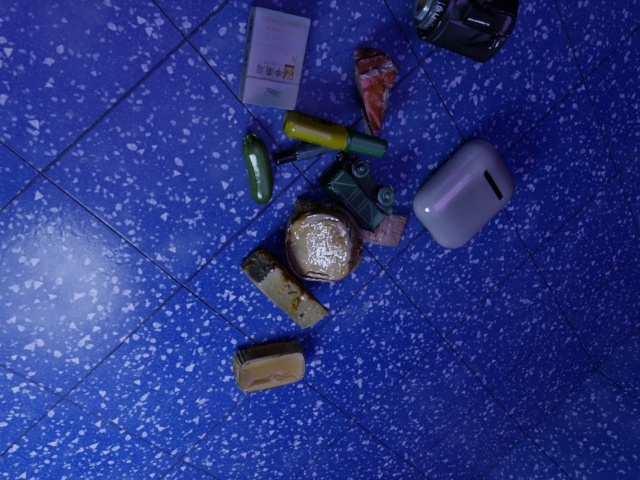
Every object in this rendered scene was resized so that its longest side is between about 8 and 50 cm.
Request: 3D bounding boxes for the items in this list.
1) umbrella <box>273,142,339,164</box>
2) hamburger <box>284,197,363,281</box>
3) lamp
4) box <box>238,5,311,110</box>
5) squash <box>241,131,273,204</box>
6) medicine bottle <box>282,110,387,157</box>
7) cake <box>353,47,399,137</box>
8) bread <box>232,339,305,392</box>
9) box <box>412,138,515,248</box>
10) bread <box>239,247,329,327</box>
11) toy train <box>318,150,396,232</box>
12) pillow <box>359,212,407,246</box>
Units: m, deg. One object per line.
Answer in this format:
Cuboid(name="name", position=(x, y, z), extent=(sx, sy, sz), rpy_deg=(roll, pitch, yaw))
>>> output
Cuboid(name="umbrella", position=(-0.018, -0.270, 1.530), extent=(0.250, 0.053, 0.052), rpy_deg=(-19, 122, -18))
Cuboid(name="hamburger", position=(0.000, 0.000, 1.572), extent=(0.243, 0.146, 0.286), rpy_deg=(-41, 94, 19))
Cuboid(name="lamp", position=(0.400, -0.641, 1.452), extent=(0.272, 0.374, 0.205), rpy_deg=(22, 113, 1))
Cuboid(name="box", position=(-0.126, -0.482, 1.372), extent=(0.155, 0.067, 0.242), rpy_deg=(1, 112, -24))
Cuboid(name="squash", position=(-0.179, -0.206, 1.477), extent=(0.077, 0.068, 0.219), rpy_deg=(-16, 119, -12))
Cuboid(name="medicine bottle", position=(0.044, -0.298, 1.475), extent=(0.309, 0.111, 0.076), rpy_deg=(13, 111, -14))
Cuboid(name="cake", position=(0.167, -0.419, 1.518), extent=(0.135, 0.098, 0.287), rpy_deg=(-14, 118, -18))
Cuboid(name="bread", position=(-0.175, 0.426, 1.757), extent=(0.241, 0.107, 0.136), rpy_deg=(-8, 114, -22))
Cuboid(name="box", position=(0.497, -0.155, 1.771), extent=(0.349, 0.141, 0.288), rpy_deg=(-45, 122, 0))
Cuboid(name="bread", position=(-0.113, 0.149, 1.611), extent=(0.114, 0.185, 0.274), rpy_deg=(-48, 123, -5))
Cuboid(name="toy train", position=(0.123, -0.154, 1.599), extent=(0.154, 0.115, 0.269), rpy_deg=(-48, 116, -8))
Cuboid(name="pillow", position=(0.188, -0.046, 1.742), extent=(0.233, 0.043, 0.126), rpy_deg=(9, 104, -25))
